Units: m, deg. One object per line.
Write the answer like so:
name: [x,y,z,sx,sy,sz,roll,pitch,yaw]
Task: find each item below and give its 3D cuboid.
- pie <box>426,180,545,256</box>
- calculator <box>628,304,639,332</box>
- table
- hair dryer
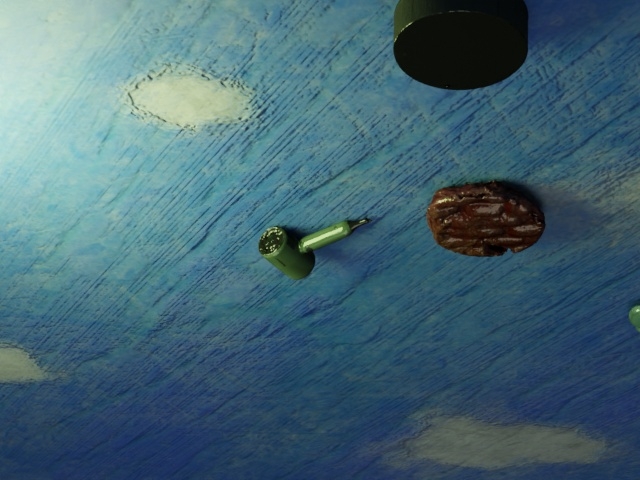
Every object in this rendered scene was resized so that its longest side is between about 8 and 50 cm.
pie: [0.199,-0.026,1.791,0.154,0.038,0.153,3,149,2]
calculator: [0.566,0.107,1.987,0.295,0.042,0.184,-4,151,17]
table: [0.138,-0.202,1.454,0.134,0.043,0.133,3,152,2]
hair dryer: [0.000,0.000,1.863,0.150,0.047,0.071,-21,143,28]
